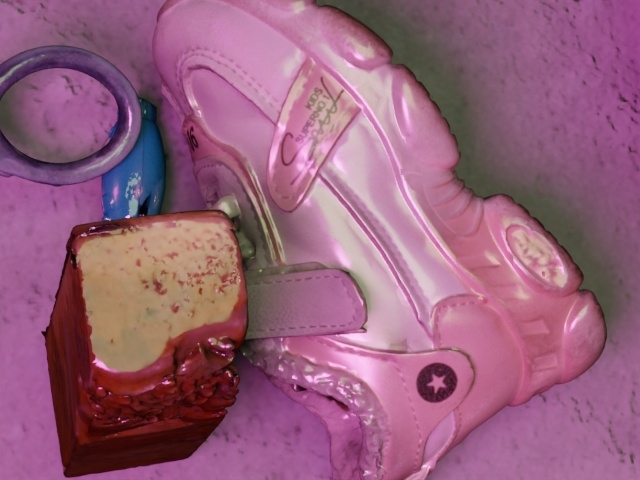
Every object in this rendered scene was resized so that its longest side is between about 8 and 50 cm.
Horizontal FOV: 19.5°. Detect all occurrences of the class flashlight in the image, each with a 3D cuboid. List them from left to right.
[{"bbox_3d":[-0.120,-0.029,1.208,0.051,0.051,0.129,6,69,-9],"label":"flashlight"}]

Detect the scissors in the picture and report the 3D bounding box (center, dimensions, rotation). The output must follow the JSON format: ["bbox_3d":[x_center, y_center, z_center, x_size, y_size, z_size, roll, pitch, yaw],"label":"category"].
[{"bbox_3d":[-0.314,-0.077,1.104,0.383,0.029,0.256,33,86,-24],"label":"scissors"}]

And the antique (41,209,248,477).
[{"bbox_3d":[-0.103,0.065,1.048,0.087,0.310,0.093,-7,77,-13],"label":"antique"}]

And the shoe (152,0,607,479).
[{"bbox_3d":[0.000,-0.001,1.158,0.351,0.172,0.198,45,76,4],"label":"shoe"}]
